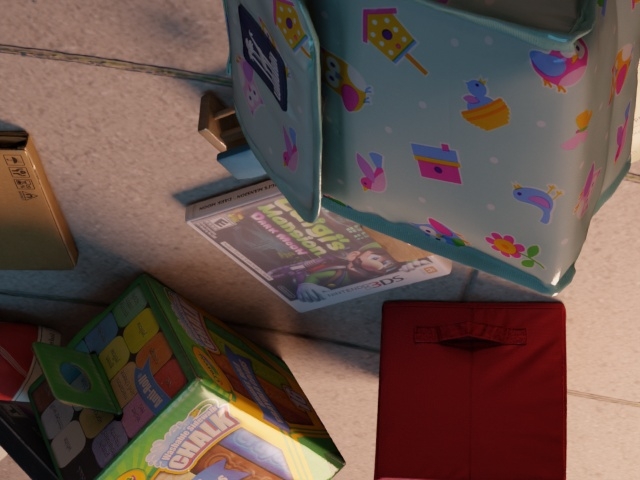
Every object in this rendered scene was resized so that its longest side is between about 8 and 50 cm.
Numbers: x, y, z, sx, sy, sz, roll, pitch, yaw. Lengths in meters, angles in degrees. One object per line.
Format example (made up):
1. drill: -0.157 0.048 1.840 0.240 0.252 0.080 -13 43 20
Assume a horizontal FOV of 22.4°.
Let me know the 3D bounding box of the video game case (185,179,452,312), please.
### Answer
1. video game case: 0.000 0.000 1.481 0.173 0.022 0.190 -16 142 30

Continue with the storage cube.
1. storage cube: 0.151 0.188 1.603 0.184 0.193 0.215 0 149 7

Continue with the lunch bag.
1. lunch bag: 0.051 -0.113 0.962 0.262 0.160 0.223 20 144 19

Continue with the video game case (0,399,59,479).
1. video game case: -0.219 0.240 1.669 0.026 0.196 0.274 -52 158 9

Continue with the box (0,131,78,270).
1. box: -0.322 -0.033 1.471 0.164 0.021 0.201 1 148 6

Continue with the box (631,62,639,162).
1. box: 0.150 -0.154 1.127 0.213 0.117 0.243 -24 139 38

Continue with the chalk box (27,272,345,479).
1. chalk box: -0.153 0.169 1.570 0.179 0.180 0.289 -45 132 10

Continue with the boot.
1. boot: -0.394 0.150 1.717 0.176 0.088 0.244 16 138 -17

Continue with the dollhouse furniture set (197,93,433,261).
1. dollhouse furniture set: 0.010 -0.057 1.287 0.184 0.129 0.129 -16 143 28
